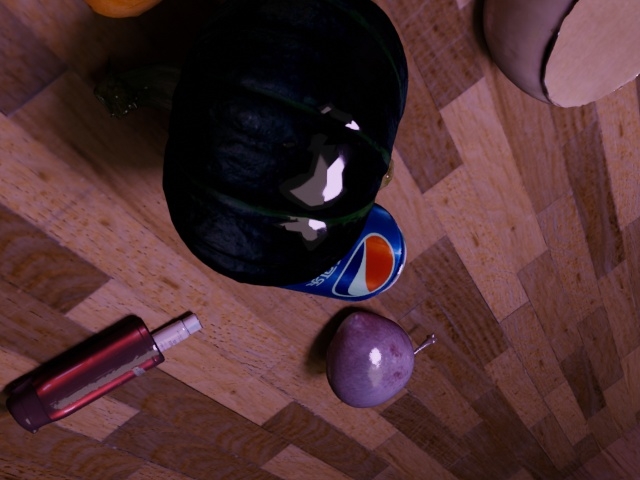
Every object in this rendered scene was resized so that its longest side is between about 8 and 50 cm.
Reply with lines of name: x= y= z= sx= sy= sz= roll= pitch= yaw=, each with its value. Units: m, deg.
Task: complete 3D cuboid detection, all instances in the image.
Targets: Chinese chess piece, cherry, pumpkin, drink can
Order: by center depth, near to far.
pumpkin: x=-0.057 y=-0.096 z=0.774 sx=0.248 sy=0.248 sz=0.248 roll=-25 pitch=147 yaw=-18
Chinese chess piece: x=0.283 y=-0.249 z=0.980 sx=0.250 sy=0.103 sz=0.250 roll=-26 pitch=148 yaw=-18
drink can: x=0.000 y=0.000 z=1.024 sx=0.118 sy=0.118 sz=0.205 roll=-48 pitch=148 yaw=19
cherry: x=0.087 y=0.140 z=1.322 sx=0.188 sy=0.115 sz=0.148 roll=-34 pitch=111 yaw=-18

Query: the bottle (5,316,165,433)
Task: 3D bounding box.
bottle: x=-0.250 y=0.143 z=1.031 sx=0.164 sy=0.060 sz=0.060 roll=-30 pitch=149 yaw=-10

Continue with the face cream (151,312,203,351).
face cream: x=-0.186 y=0.117 z=1.090 sx=0.115 sy=0.020 sz=0.038 roll=-28 pitch=150 yaw=-8

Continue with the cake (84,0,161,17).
cake: x=-0.139 y=-0.199 z=0.688 sx=0.084 sy=0.044 sz=0.084 roll=-25 pitch=149 yaw=-16
